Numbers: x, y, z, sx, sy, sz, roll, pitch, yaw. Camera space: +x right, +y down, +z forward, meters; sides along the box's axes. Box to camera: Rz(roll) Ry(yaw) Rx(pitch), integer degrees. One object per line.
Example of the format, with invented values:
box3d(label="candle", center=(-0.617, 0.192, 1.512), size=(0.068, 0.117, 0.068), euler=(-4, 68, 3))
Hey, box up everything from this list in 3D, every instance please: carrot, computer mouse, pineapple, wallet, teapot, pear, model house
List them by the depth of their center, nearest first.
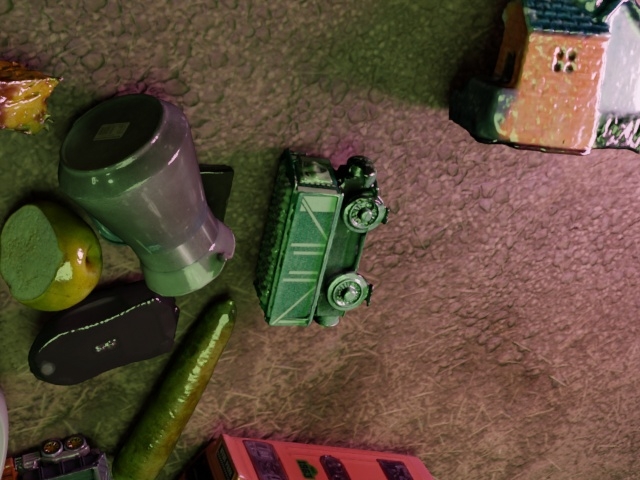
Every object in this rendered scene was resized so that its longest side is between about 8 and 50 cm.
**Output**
box3d(label="pineapple", center=(-0.416, -0.180, 1.313), size=(0.233, 0.135, 0.079), euler=(5, 104, -55))
box3d(label="teapot", center=(-0.221, -0.052, 1.459), size=(0.203, 0.171, 0.225), euler=(4, 138, 31))
box3d(label="pear", center=(-0.333, 0.020, 1.496), size=(0.141, 0.141, 0.104), euler=(-53, 154, 20))
box3d(label="model house", center=(0.320, -0.258, 1.515), size=(0.253, 0.184, 0.291), euler=(5, 109, -16))
box3d(label="wallet", center=(-0.166, -0.031, 1.581), size=(0.082, 0.018, 0.156), euler=(0, 125, -20))
box3d(label="computer mouse", center=(-0.297, 0.125, 1.613), size=(0.217, 0.073, 0.122), euler=(-18, 132, -15))
box3d(label="carrot", center=(-0.208, 0.227, 1.725), size=(0.074, 0.074, 0.358), euler=(18, 116, -30))

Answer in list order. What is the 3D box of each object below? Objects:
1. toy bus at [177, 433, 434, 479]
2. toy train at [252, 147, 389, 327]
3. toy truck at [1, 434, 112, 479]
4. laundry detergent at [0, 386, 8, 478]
box3d(label="toy bus", center=(-0.018, 0.446, 1.875), size=(0.427, 0.203, 0.233), euler=(11, 116, -28))
box3d(label="toy train", center=(0.000, 0.000, 1.610), size=(0.154, 0.115, 0.269), euler=(5, 124, -13))
box3d(label="toy truck", center=(-0.406, 0.356, 1.732), size=(0.192, 0.092, 0.083), euler=(-13, 129, -10))
box3d(label="laundry detergent", center=(-0.532, 0.233, 1.586), size=(0.215, 0.105, 0.280), euler=(-4, 128, -15))
